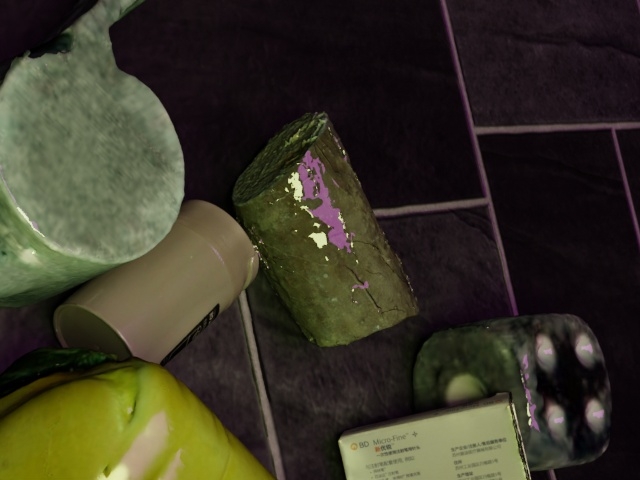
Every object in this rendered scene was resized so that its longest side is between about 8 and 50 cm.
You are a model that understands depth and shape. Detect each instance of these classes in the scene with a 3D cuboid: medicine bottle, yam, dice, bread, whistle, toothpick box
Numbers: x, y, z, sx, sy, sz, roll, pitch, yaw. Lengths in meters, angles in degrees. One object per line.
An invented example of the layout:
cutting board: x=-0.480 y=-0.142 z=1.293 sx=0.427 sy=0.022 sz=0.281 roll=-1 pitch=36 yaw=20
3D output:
medicine bottle: x=0.132 y=0.271 z=1.165 sx=0.052 sy=0.201 sz=0.171 roll=8 pitch=67 yaw=-77
yam: x=0.000 y=0.000 z=1.160 sx=0.154 sy=0.154 sz=0.254 roll=-37 pitch=107 yaw=-42
dice: x=0.231 y=0.185 z=1.289 sx=0.183 sy=0.181 sz=0.182 roll=3 pitch=78 yaw=-43
bread: x=-0.139 y=0.251 z=0.868 sx=0.376 sy=0.251 sz=0.208 roll=55 pitch=47 yaw=-30
whistle: x=-0.240 y=-0.117 z=0.955 sx=0.188 sy=0.168 sz=0.405 roll=20 pitch=60 yaw=-39
toothpick box: x=-0.154 y=0.050 z=1.022 sx=0.180 sy=0.111 sz=0.111 roll=-45 pitch=108 yaw=-40
